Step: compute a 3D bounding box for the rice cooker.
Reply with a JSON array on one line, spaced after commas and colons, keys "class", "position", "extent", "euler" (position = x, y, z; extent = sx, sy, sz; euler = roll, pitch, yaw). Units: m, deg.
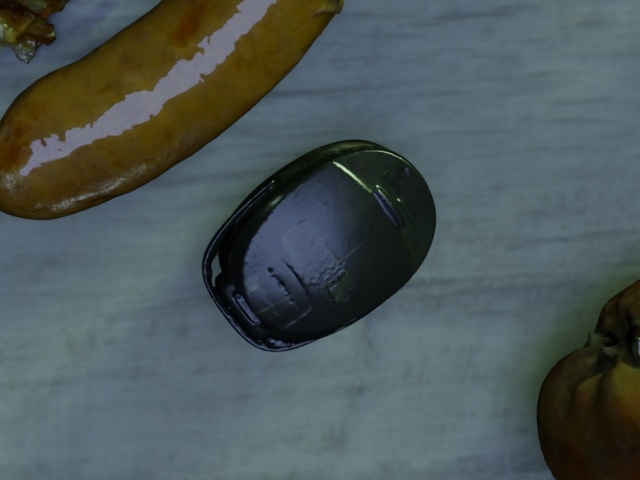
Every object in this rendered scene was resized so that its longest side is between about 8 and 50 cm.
[{"class": "rice cooker", "position": [0.000, 0.000, 0.862], "extent": [0.165, 0.106, 0.112], "euler": [-33, 104, 5]}]

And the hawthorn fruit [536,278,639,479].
[{"class": "hawthorn fruit", "position": [0.279, 0.142, 0.895], "extent": [0.199, 0.199, 0.251], "euler": [-44, 116, 4]}]

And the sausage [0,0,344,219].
[{"class": "sausage", "position": [-0.110, -0.106, 0.829], "extent": [0.271, 0.109, 0.109], "euler": [-36, 104, 1]}]

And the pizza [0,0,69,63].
[{"class": "pizza", "position": [-0.161, -0.205, 0.815], "extent": [0.194, 0.069, 0.154], "euler": [-17, 103, -1]}]
